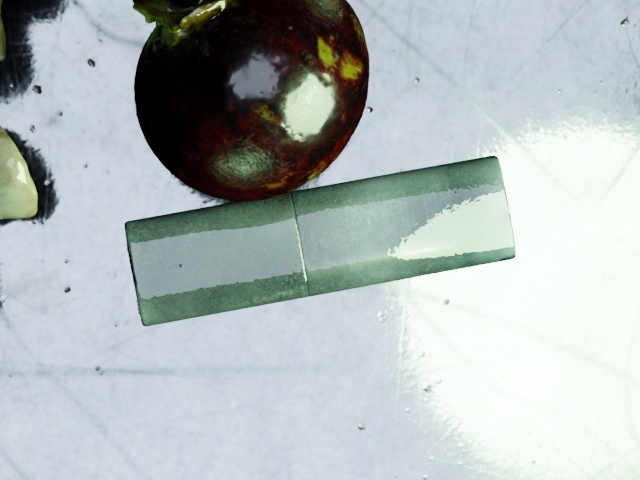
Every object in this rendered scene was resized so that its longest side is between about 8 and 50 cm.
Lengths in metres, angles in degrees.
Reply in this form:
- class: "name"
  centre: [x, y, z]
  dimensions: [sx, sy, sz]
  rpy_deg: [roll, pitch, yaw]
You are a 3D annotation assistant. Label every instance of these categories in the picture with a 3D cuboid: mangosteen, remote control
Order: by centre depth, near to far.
- class: "mangosteen"
  centre: [-0.090, -0.173, 1.470]
  dimensions: [0.231, 0.231, 0.289]
  rpy_deg: [-49, 122, -2]
- class: "remote control"
  centre: [0.000, 0.000, 1.579]
  dimensions: [0.377, 0.044, 0.107]
  rpy_deg: [-11, 85, -3]

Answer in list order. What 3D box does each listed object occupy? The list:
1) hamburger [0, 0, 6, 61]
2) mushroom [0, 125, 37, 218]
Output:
- class: "hamburger"
  centre: [-0.419, -0.273, 1.458]
  dimensions: [0.318, 0.277, 0.195]
  rpy_deg: [22, 95, -5]
- class: "mushroom"
  centre: [-0.445, 0.018, 1.437]
  dimensions: [0.356, 0.315, 0.315]
  rpy_deg: [0, 89, 0]
